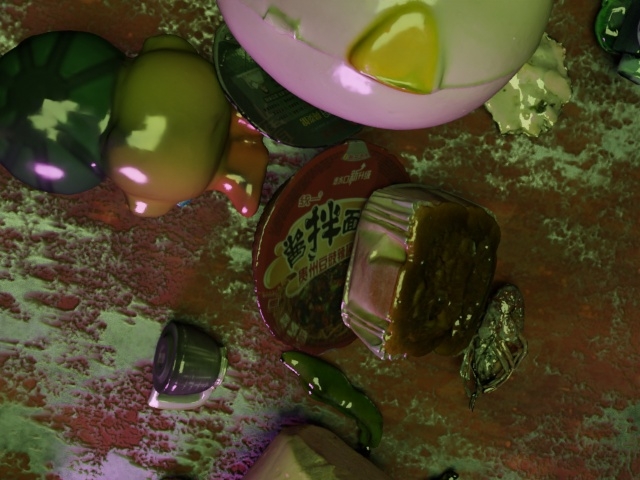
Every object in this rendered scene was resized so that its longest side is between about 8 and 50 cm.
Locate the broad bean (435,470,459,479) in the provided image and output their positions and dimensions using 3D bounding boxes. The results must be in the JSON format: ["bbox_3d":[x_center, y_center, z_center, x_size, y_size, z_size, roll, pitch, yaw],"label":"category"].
[{"bbox_3d":[0.123,0.405,1.265,0.213,0.070,0.048,-45,132,-18],"label":"broad bean"}]

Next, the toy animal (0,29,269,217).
[{"bbox_3d":[-0.212,-0.136,1.046,0.338,0.191,0.216,8,92,-14],"label":"toy animal"}]

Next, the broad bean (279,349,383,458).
[{"bbox_3d":[0.026,0.213,1.238,0.061,0.046,0.195,-38,105,1],"label":"broad bean"}]

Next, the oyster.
[{"bbox_3d":[0.234,-0.225,1.153,0.209,0.072,0.133,38,117,-20],"label":"oyster"}]

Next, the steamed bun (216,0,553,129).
[{"bbox_3d":[0.062,-0.288,0.975,0.373,0.334,0.334,32,99,22],"label":"steamed bun"}]

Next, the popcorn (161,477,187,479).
[{"bbox_3d":[-0.201,0.353,1.243,0.083,0.060,0.068,-14,135,21],"label":"popcorn"}]

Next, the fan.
[{"bbox_3d":[-0.039,-0.227,1.092,0.223,0.294,0.012,2,148,-36],"label":"fan"}]

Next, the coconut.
[{"bbox_3d":[-0.023,0.384,1.177,0.239,0.239,0.244,35,96,-12],"label":"coconut"}]

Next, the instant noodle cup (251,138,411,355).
[{"bbox_3d":[0.000,0.000,1.137,0.274,0.090,0.274,-18,118,-38],"label":"instant noodle cup"}]

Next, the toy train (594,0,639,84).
[{"bbox_3d":[0.464,-0.296,1.127,0.188,0.132,0.243,21,100,-18],"label":"toy train"}]

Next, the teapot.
[{"bbox_3d":[-0.172,0.165,1.200,0.090,0.124,0.092,14,60,-24],"label":"teapot"}]

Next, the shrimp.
[{"bbox_3d":[0.231,0.148,1.234,0.073,0.075,0.190,2,116,-39],"label":"shrimp"}]

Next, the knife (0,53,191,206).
[{"bbox_3d":[-0.284,-0.134,1.139,0.296,0.026,0.044,33,88,-11],"label":"knife"}]

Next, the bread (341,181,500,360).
[{"bbox_3d":[0.129,0.042,1.136,0.192,0.109,0.210,4,103,-44],"label":"bread"}]
